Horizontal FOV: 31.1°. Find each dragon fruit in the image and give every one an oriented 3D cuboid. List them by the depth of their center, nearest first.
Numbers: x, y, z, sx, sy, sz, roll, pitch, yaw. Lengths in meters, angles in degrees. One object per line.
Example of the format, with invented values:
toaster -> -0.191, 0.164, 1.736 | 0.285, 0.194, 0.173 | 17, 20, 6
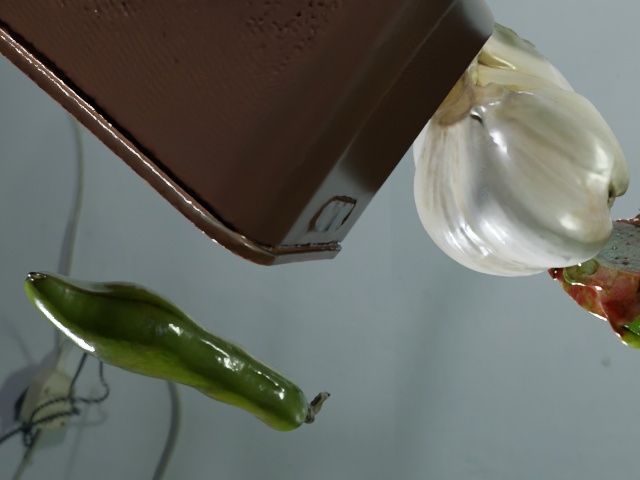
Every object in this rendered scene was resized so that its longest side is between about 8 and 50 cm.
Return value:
dragon fruit -> 0.486, 0.053, 1.713 | 0.295, 0.268, 0.130 | 14, 117, 28

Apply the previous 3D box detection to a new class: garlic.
garlic -> 0.175, -0.067, 1.044 | 0.203, 0.281, 0.185 | 22, 112, -22

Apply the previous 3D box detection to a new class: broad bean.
broad bean -> -0.099, 0.098, 0.921 | 0.325, 0.075, 0.067 | 33, 76, -33

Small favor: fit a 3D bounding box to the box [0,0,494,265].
box -> -0.071, -0.175, 0.831 | 0.339, 0.239, 0.229 | 41, 99, 13
